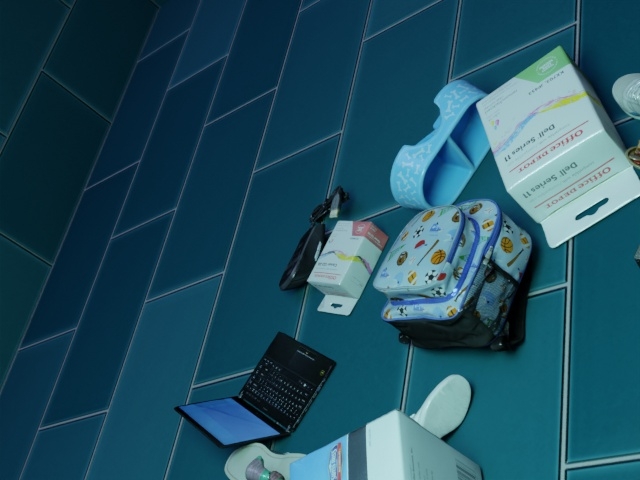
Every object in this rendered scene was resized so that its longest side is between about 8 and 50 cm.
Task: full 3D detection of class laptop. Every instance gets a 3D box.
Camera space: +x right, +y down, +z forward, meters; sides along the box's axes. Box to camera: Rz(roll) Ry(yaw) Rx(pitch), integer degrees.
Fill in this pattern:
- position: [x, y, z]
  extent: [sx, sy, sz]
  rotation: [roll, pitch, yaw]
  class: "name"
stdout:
- position: [-0.139, 0.302, 1.946]
  extent: [0.264, 0.136, 0.234]
  rotation: [-57, 34, -9]
  class: "laptop"

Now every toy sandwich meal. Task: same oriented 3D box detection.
- position: [0.562, -0.148, 1.598]
  extent: [0.086, 0.085, 0.029]
  rotation: [-90, 4, -52]
  class: "toy sandwich meal"

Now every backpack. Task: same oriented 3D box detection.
- position: [0.242, 0.051, 1.681]
  extent: [0.276, 0.213, 0.263]
  rotation: [-4, 45, 52]
  class: "backpack"

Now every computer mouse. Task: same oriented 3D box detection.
- position: [0.000, 0.000, 2.119]
  extent: [0.184, 0.060, 0.262]
  rotation: [-44, 18, 52]
  class: "computer mouse"

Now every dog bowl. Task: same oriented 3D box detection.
- position: [0.264, -0.186, 1.921]
  extent: [0.074, 0.166, 0.297]
  rotation: [28, 80, 45]
  class: "dog bowl"

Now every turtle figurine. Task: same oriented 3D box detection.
- position: [-0.025, 0.457, 1.617]
  extent: [0.234, 0.118, 0.175]
  rotation: [8, 74, 29]
  class: "turtle figurine"

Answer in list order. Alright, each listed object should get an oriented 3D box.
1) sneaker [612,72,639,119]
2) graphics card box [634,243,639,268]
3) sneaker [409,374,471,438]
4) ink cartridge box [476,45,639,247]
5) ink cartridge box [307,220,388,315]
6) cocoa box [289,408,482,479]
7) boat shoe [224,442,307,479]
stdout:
- position: [0.587, -0.253, 1.646]
  extent: [0.087, 0.092, 0.229]
  rotation: [-49, 32, 7]
  class: "sneaker"
- position: [0.651, -0.014, 1.283]
  extent: [0.370, 0.094, 0.233]
  rotation: [13, 66, 44]
  class: "graphics card box"
- position: [0.175, 0.317, 1.616]
  extent: [0.212, 0.080, 0.094]
  rotation: [-57, 21, -6]
  class: "sneaker"
- position: [0.433, -0.178, 1.733]
  extent: [0.207, 0.119, 0.353]
  rotation: [-35, 37, 23]
  class: "ink cartridge box"
- position: [0.050, 0.057, 2.017]
  extent: [0.115, 0.067, 0.198]
  rotation: [2, 60, 51]
  class: "ink cartridge box"
- position: [0.105, 0.479, 1.389]
  extent: [0.228, 0.231, 0.347]
  rotation: [-33, 37, 27]
  class: "cocoa box"
- position: [-0.081, 0.443, 1.793]
  extent: [0.254, 0.079, 0.095]
  rotation: [-10, 48, 42]
  class: "boat shoe"
